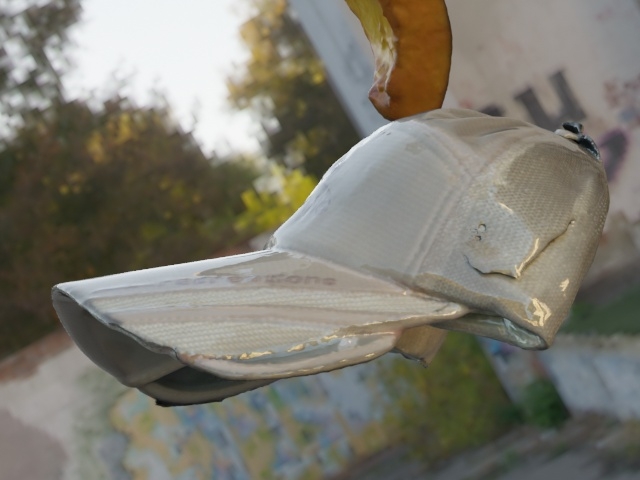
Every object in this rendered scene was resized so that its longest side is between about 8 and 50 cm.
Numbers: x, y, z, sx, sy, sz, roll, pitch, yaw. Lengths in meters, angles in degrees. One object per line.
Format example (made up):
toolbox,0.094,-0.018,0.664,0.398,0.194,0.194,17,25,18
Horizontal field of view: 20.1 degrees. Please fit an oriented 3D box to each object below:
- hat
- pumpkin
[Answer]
hat,0.000,0.000,0.813,0.226,0.164,0.219,14,-11,-12
pumpkin,-0.006,-0.255,1.357,0.095,0.258,0.290,-38,-37,-18
